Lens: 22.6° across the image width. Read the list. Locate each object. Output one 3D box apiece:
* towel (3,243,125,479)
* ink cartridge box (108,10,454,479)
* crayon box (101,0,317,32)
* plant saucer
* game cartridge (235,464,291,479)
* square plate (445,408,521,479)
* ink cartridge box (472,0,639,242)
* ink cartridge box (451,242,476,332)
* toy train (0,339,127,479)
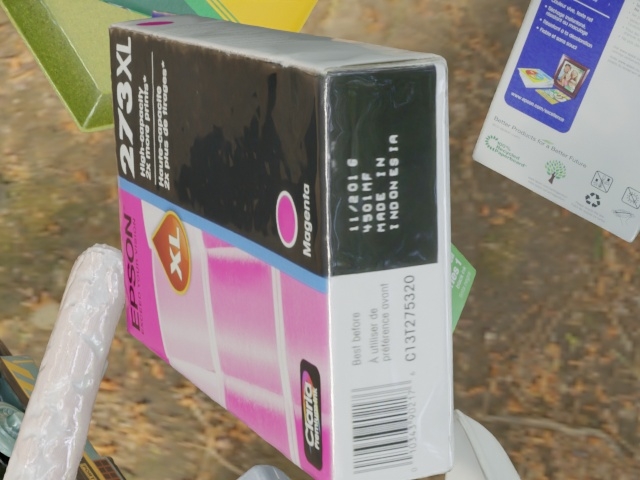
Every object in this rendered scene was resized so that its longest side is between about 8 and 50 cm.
[{"bbox_3d":[-0.227,0.202,1.313,0.053,0.317,0.332,15,69,-5],"label":"towel"},{"bbox_3d":[-0.044,-0.018,0.798,0.069,0.371,0.175,-7,103,-21],"label":"ink cartridge box"},{"bbox_3d":[-0.044,-0.282,1.180,0.165,0.081,0.278,15,127,-25],"label":"crayon box"},{"bbox_3d":[-0.213,-0.208,1.619,0.188,0.188,0.045,60,43,-27],"label":"plant saucer"},{"bbox_3d":[-0.037,0.295,0.849,0.062,0.198,0.297,15,41,-52],"label":"game cartridge"},{"bbox_3d":[0.165,0.350,1.156,0.049,0.347,0.344,-12,135,-13],"label":"square plate"},{"bbox_3d":[0.251,-0.166,1.311,0.165,0.332,0.065,31,43,13],"label":"ink cartridge box"},{"bbox_3d":[0.000,0.000,1.352,0.219,0.160,0.092,48,51,-28],"label":"ink cartridge box"},{"bbox_3d":[-0.328,0.231,1.721,0.142,0.190,0.334,-46,70,16],"label":"toy train"}]
